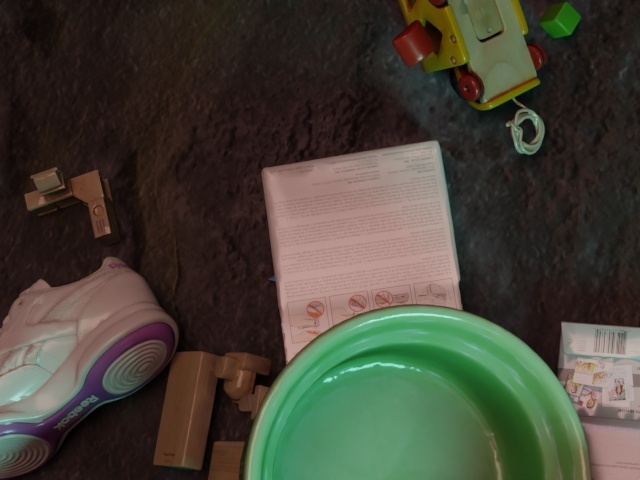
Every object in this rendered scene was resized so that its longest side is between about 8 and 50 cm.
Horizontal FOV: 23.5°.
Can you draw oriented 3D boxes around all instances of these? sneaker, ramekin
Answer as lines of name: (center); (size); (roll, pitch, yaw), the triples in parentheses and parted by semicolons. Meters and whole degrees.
sneaker: (-0.289, 0.134, 1.545); (0.305, 0.114, 0.152); (-33, 54, 0)
ramekin: (0.071, 0.214, 1.349); (0.303, 0.148, 0.303); (2, 81, -12)

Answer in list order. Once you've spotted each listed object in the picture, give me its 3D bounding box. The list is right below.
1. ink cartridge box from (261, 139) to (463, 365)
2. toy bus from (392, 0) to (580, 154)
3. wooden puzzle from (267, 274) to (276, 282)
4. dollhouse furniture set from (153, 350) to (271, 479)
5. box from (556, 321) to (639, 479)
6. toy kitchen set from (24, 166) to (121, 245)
ink cartridge box: (0.044, 0.024, 1.504); (0.181, 0.056, 0.224); (-9, 76, 3)
toy bus: (0.143, -0.206, 1.526); (0.104, 0.191, 0.202); (-2, 66, 58)
wooden puzzle: (0.000, 0.000, 1.550); (0.079, 0.014, 0.116); (24, 81, 19)
dollhouse furniture set: (-0.064, 0.189, 1.503); (0.151, 0.123, 0.144); (-7, 68, 48)
box: (0.287, 0.173, 1.418); (0.145, 0.038, 0.186); (3, 74, 15)
toy kitchen set: (-0.263, -0.030, 1.592); (0.083, 0.068, 0.075); (-18, 71, 8)
